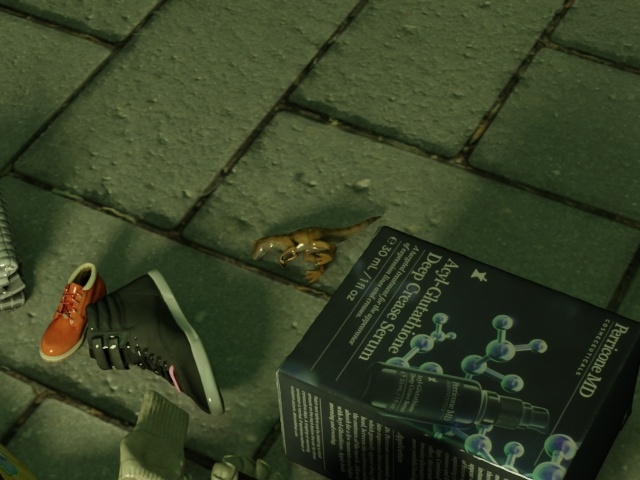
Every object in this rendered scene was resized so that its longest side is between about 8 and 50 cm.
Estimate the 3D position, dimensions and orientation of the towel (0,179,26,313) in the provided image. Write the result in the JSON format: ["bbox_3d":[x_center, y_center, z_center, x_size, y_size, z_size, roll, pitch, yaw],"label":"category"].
[{"bbox_3d":[-0.596,0.032,2.263,0.284,0.121,0.235,-18,48,-10],"label":"towel"}]

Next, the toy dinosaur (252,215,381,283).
[{"bbox_3d":[0.000,0.000,2.281,0.211,0.064,0.112,-9,47,-4],"label":"toy dinosaur"}]

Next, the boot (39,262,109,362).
[{"bbox_3d":[-0.369,0.104,2.202,0.059,0.084,0.158,17,53,16],"label":"boot"}]

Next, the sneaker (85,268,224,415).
[{"bbox_3d":[-0.243,0.169,2.128,0.147,0.104,0.296,-24,45,-14],"label":"sneaker"}]

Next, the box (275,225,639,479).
[{"bbox_3d":[0.185,0.204,1.986,0.395,0.212,0.293,21,52,20],"label":"box"}]

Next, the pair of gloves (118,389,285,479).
[{"bbox_3d":[-0.155,0.315,1.929,0.240,0.042,0.204,39,33,-14],"label":"pair of gloves"}]

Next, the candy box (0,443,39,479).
[{"bbox_3d":[-0.479,0.284,2.044,0.206,0.105,0.027,36,100,30],"label":"candy box"}]
